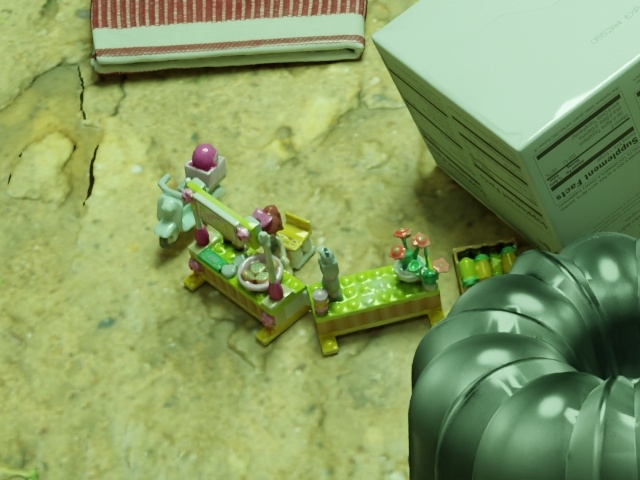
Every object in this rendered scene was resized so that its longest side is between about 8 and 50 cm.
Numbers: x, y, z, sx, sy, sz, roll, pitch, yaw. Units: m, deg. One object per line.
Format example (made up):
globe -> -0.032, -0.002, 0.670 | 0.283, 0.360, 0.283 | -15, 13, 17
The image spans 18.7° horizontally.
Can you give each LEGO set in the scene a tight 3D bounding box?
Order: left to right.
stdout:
LEGO set -> 0.000, 0.000, 1.402 | 0.287, 0.107, 0.132 | 14, 52, 21

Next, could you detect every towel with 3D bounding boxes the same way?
towel -> -0.078, -0.270, 1.709 | 0.237, 0.037, 0.329 | -4, 50, 3

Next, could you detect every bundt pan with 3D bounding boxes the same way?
bundt pan -> 0.202, 0.092, 1.204 | 0.331, 0.124, 0.331 | -10, 26, 5

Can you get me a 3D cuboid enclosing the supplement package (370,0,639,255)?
supplement package -> 0.211, -0.135, 1.411 | 0.262, 0.145, 0.204 | -36, 40, -8
